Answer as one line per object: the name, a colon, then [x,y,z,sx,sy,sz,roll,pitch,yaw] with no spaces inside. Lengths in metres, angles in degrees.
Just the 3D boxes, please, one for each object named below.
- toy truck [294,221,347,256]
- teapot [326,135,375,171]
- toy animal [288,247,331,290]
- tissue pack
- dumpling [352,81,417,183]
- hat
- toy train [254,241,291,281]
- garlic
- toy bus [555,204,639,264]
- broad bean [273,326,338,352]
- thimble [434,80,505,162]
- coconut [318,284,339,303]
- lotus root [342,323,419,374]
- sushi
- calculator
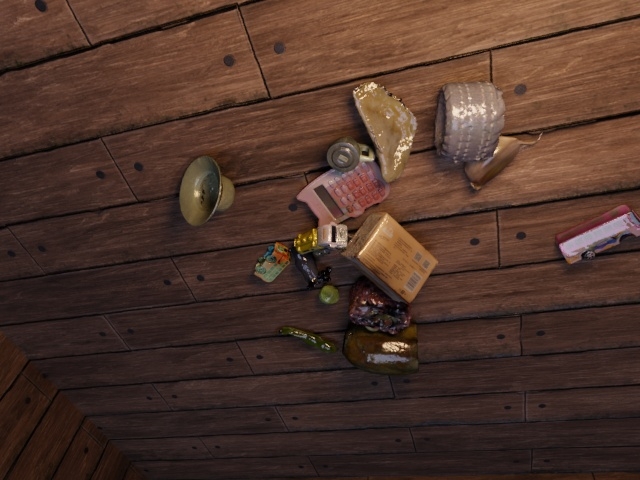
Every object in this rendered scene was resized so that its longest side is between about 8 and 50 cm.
toy truck: [0.000,0.000,1.753,0.114,0.097,0.227,9,164,-33]
teapot: [0.098,-0.301,1.550,0.149,0.108,0.111,-15,124,24]
toy animal: [-0.062,0.116,1.902,0.121,0.117,0.210,-24,124,32]
tissue pack: [0.244,0.060,1.783,0.306,0.238,0.239,40,123,-23]
dumpling: [0.216,-0.360,1.499,0.166,0.086,0.332,-26,117,-7]
hat: [-0.386,-0.169,1.690,0.130,0.257,0.257,7,141,-48]
toy train: [-0.199,0.092,1.930,0.099,0.072,0.188,28,126,-22]
garlic: [0.574,-0.281,1.517,0.267,0.148,0.128,-36,80,35]
toy bus: [0.993,-0.020,1.669,0.274,0.090,0.112,-31,110,26]
broad bean: [-0.063,0.470,2.227,0.318,0.056,0.098,15,135,2]
thimble: [0.439,-0.352,1.398,0.172,0.205,0.236,2,120,5]
coconut: [0.037,0.232,2.002,0.088,0.087,0.096,28,156,-15]
lotus root: [0.268,0.474,2.077,0.347,0.250,0.250,4,129,9]
sushi: [0.248,0.282,1.957,0.270,0.170,0.236,19,128,-10]
calculator: [0.094,-0.177,1.692,0.330,0.048,0.220,-25,120,22]
